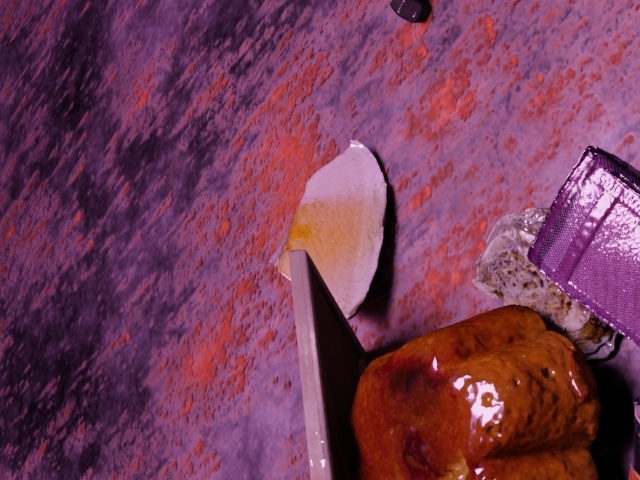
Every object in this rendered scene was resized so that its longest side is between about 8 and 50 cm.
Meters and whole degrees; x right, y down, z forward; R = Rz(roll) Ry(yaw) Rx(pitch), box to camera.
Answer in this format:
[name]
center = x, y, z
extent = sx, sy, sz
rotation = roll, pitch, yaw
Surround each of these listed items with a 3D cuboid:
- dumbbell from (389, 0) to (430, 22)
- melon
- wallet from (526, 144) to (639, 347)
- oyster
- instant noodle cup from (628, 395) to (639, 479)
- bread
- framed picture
[dumbbell]
center = 0.101, -0.254, 1.616
extent = 0.083, 0.036, 0.040
rotation = -62, 37, 24
[melon]
center = 0.002, 0.003, 1.636
extent = 0.139, 0.093, 0.202
rotation = 122, 162, -57
[wallet]
center = 0.240, 0.017, 1.243
extent = 0.166, 0.030, 0.111
rotation = 39, 114, 27
[oyster]
center = 0.190, 0.031, 1.357
extent = 0.177, 0.064, 0.125
rotation = 36, 124, 46
[instant noodle cup]
center = 0.260, 0.191, 1.137
extent = 0.127, 0.127, 0.135
rotation = 38, 119, 56
[bread]
center = 0.129, 0.172, 1.324
extent = 0.247, 0.135, 0.232
rotation = -21, 77, 57
[framed picture]
center = 0.025, 0.196, 1.436
extent = 0.020, 0.240, 0.324
rotation = -13, 62, 10
